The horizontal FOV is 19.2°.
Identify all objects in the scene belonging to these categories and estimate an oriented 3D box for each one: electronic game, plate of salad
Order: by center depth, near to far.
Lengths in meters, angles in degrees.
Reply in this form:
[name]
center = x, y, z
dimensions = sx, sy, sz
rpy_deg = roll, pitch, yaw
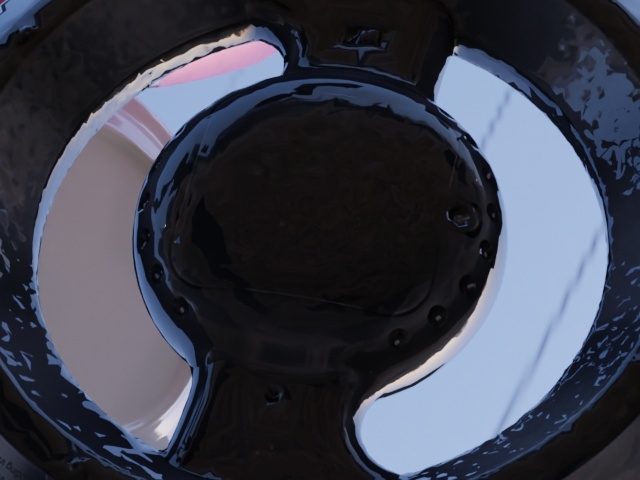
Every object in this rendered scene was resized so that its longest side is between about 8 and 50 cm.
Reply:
[electronic game]
center = 0.000, 0.000, 0.461
dimensions = 0.229, 0.048, 0.229
rpy_deg = -1, -125, 2
[plate of salad]
center = -0.115, 0.019, 0.817
dimensions = 0.200, 0.048, 0.200
rpy_deg = 14, -111, -43

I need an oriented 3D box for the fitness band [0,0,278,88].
[fitness band]
center = -0.117, -0.158, 0.852
dimensions = 0.291, 0.054, 0.209
rpy_deg = -14, -122, -42
